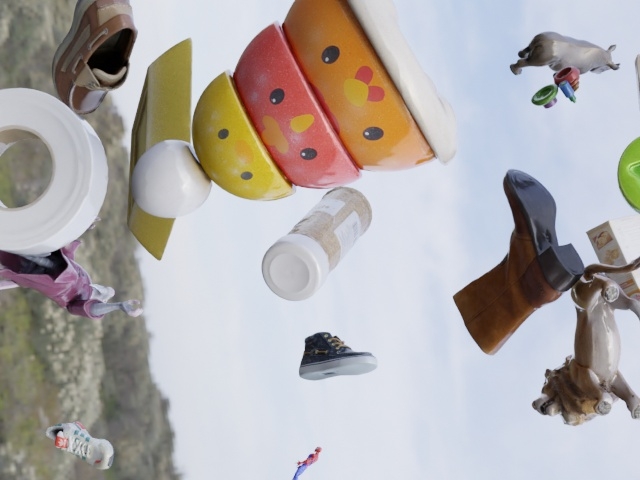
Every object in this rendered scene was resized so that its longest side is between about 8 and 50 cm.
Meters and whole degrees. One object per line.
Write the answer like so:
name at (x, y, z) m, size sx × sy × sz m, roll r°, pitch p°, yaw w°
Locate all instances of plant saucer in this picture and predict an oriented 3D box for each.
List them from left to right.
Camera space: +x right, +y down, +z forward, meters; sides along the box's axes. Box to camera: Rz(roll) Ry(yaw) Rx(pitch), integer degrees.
plant saucer at (-0.321, -0.178, 2.138) m, size 0.333 × 0.081 × 0.333 m, roll 120°, pitch -29°, yaw -57°

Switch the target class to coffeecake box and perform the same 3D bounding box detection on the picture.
coffeecake box at (0.672, 0.044, 2.353) m, size 0.068 × 0.142 × 0.185 m, roll -34°, pitch -107°, yaw 44°

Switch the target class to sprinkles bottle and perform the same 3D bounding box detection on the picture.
sprinkles bottle at (0.000, 0.000, 2.158) m, size 0.355 × 0.121 × 0.121 m, roll -47°, pitch 135°, yaw -62°

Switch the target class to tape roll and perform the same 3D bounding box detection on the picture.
tape roll at (-0.522, -0.118, 1.904) m, size 0.100 × 0.286 × 0.286 m, roll 52°, pitch 27°, yaw -83°

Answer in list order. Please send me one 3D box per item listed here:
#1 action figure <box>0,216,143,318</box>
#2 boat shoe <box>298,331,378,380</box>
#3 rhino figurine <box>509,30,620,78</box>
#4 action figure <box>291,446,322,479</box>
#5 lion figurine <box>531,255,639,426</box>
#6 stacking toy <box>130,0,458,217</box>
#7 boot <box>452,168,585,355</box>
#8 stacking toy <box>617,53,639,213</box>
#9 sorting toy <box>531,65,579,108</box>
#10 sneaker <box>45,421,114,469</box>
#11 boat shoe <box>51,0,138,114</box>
action figure at (-0.558, 0.090, 2.308) m, size 0.248 × 0.275 × 0.370 m, roll 61°, pitch 1°, yaw 28°
boat shoe at (0.032, 0.210, 2.053) m, size 0.183 × 0.065 × 0.083 m, roll -14°, pitch -118°, yaw 40°
rhino figurine at (0.495, -0.356, 2.134) m, size 0.106 × 0.243 × 0.073 m, roll -35°, pitch -123°, yaw 56°
action figure at (-0.038, 0.480, 2.311) m, size 0.030 × 0.115 × 0.038 m, roll 41°, pitch -19°, yaw 21°
lion figurine at (0.502, 0.178, 1.990) m, size 0.240 × 0.142 × 0.392 m, roll -122°, pitch -143°, yaw -68°
stacking toy at (-0.066, -0.165, 1.625) m, size 0.350 × 0.480 × 0.350 m, roll 58°, pitch 8°, yaw -12°
boot at (0.349, 0.039, 2.060) m, size 0.280 × 0.096 × 0.264 m, roll -49°, pitch -120°, yaw 43°
stacking toy at (0.577, -0.128, 1.600) m, size 0.130 × 0.279 × 0.309 m, roll 62°, pitch 36°, yaw -73°
sorting toy at (0.413, -0.254, 1.869) m, size 0.042 × 0.102 × 0.061 m, roll 51°, pitch -10°, yaw -23°
sneaker at (-0.456, 0.387, 2.047) m, size 0.161 × 0.075 × 0.057 m, roll 23°, pitch -80°, yaw 42°
boat shoe at (-0.420, -0.332, 2.039) m, size 0.116 × 0.123 × 0.324 m, roll 61°, pitch -32°, yaw 21°
